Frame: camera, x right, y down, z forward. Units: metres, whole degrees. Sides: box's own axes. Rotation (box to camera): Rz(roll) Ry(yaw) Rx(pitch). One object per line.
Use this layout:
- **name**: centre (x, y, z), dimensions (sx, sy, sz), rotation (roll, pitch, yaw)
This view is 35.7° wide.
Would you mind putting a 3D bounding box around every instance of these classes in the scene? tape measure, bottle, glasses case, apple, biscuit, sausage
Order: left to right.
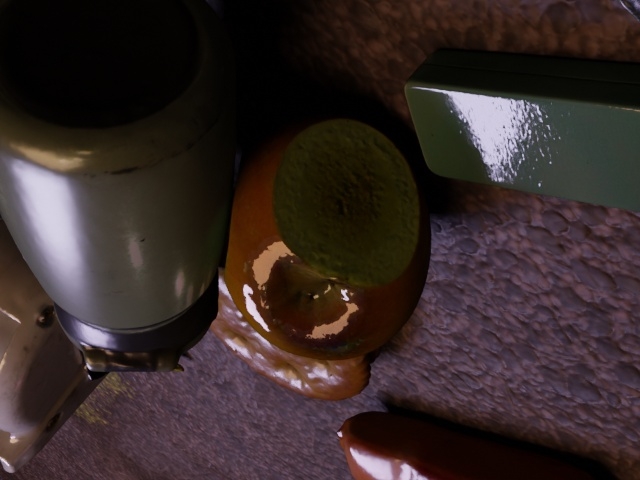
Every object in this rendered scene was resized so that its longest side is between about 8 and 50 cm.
- **tape measure**: centre (-0.266, 0.077, 0.997), dimensions (0.130, 0.258, 0.265), rotation (34, 149, 14)
- **bottle**: centre (-0.143, -0.024, 0.717), dimensions (0.168, 0.168, 0.347), rotation (32, 151, 14)
- **biscuit**: centre (-0.039, 0.060, 0.919), dimensions (0.220, 0.066, 0.220), rotation (29, 150, 18)
- **apple**: centre (0.006, 0.002, 0.696), dimensions (0.146, 0.147, 0.163), rotation (13, 137, -2)
- **sausage**: centre (0.137, 0.225, 0.925), dimensions (0.300, 0.083, 0.089), rotation (11, 139, 44)
- **glasses case**: centre (0.140, -0.065, 0.581), dimensions (0.184, 0.039, 0.078), rotation (14, 140, 37)

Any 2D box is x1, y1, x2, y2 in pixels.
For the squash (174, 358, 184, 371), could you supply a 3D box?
- **squash**: centre (-0.248, 0.105, 1.198), dimensions (0.090, 0.075, 0.200), rotation (-33, 108, 34)

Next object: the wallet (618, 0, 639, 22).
- **wallet**: centre (0.192, -0.198, 0.346), dimensions (0.172, 0.045, 0.318), rotation (42, 149, -9)

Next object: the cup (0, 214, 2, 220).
- **cup**: centre (-0.464, 0.015, 1.189), dimensions (0.274, 0.260, 0.356), rotation (24, 177, 24)
